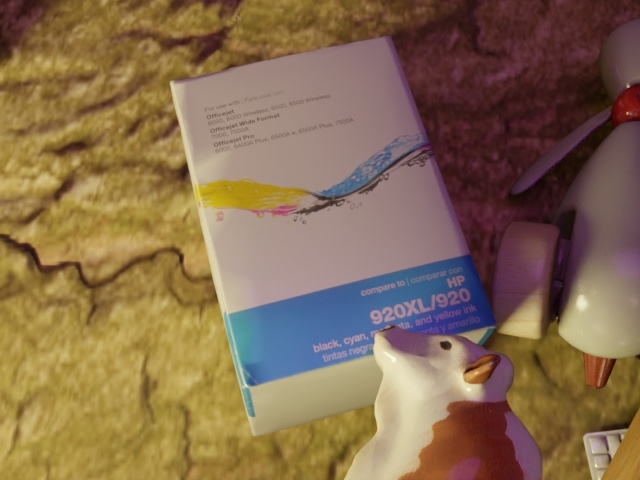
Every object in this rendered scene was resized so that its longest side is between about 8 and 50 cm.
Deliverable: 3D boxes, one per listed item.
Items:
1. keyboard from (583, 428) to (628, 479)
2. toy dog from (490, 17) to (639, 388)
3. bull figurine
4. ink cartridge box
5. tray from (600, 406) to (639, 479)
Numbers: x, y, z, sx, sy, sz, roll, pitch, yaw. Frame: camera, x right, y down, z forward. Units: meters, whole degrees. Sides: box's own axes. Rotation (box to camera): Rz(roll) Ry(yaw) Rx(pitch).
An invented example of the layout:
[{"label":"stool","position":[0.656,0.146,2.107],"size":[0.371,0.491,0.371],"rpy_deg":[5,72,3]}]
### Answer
[{"label":"keyboard","position":[0.253,0.264,0.600],"size":[0.072,0.014,0.255],"rpy_deg":[-5,67,-3]},{"label":"toy dog","position":[0.244,-0.017,0.653],"size":[0.220,0.161,0.334],"rpy_deg":[29,59,29]},{"label":"bull figurine","position":[0.061,0.204,0.447],"size":[0.189,0.101,0.310],"rpy_deg":[-21,84,-5]},{"label":"ink cartridge box","position":[0.000,0.000,0.621],"size":[0.168,0.171,0.232],"rpy_deg":[-14,68,-7]},{"label":"tray","position":[0.388,0.092,0.627],"size":[0.203,0.076,0.411],"rpy_deg":[37,71,0]}]
